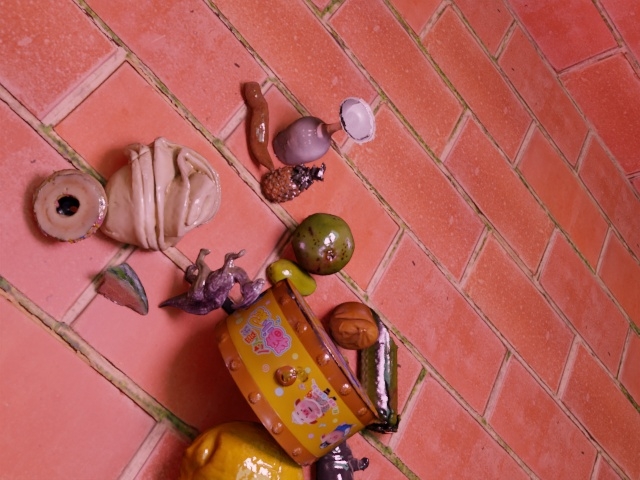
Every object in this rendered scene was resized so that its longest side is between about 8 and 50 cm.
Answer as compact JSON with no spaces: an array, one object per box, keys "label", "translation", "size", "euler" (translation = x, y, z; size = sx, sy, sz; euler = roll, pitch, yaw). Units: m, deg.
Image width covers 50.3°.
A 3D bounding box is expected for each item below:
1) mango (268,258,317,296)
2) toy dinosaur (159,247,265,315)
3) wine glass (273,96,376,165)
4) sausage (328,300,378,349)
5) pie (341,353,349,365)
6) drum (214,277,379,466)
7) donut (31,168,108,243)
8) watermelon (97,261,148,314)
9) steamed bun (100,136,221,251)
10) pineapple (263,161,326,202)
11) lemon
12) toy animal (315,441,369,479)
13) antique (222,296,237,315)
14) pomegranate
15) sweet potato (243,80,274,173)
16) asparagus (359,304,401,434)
[{"label":"mango","translation":[-0.072,0.106,1.936],"size":[0.165,0.074,0.091],"euler":[24,63,-32]},{"label":"toy dinosaur","translation":[-0.262,0.100,1.662],"size":[0.077,0.294,0.162],"euler":[35,48,-43]},{"label":"wine glass","translation":[0.003,-0.301,1.945],"size":[0.143,0.321,0.143],"euler":[12,72,-42]},{"label":"sausage","translation":[0.088,0.239,1.874],"size":[0.134,0.354,0.116],"euler":[16,93,1]},{"label":"pie","translation":[0.055,0.374,2.008],"size":[0.085,0.017,0.085],"euler":[11,72,-38]},{"label":"drum","translation":[-0.056,0.314,1.654],"size":[0.214,0.431,0.431],"euler":[-34,104,-2]},{"label":"donut","translation":[-0.563,-0.077,1.546],"size":[0.175,0.068,0.174],"euler":[0,87,2]},{"label":"watermelon","translation":[-0.460,0.113,1.637],"size":[0.155,0.080,0.101],"euler":[42,21,-21]},{"label":"steamed bun","translation":[-0.379,-0.119,1.657],"size":[0.289,0.203,0.275],"euler":[-2,81,-39]},{"label":"pineapple","translation":[-0.067,-0.170,1.934],"size":[0.108,0.198,0.108],"euler":[26,58,-49]},{"label":"lemon","translation":[-0.184,0.565,1.590],"size":[0.297,0.297,0.297],"euler":[11,72,-37]},{"label":"toy animal","translation":[0.041,0.602,1.883],"size":[0.168,0.106,0.343],"euler":[0,72,-32]},{"label":"antique","translation":[-0.237,0.184,1.819],"size":[0.192,0.015,0.031],"euler":[52,51,-18]},{"label":"pomegranate","translation":[0.000,0.000,1.938],"size":[0.182,0.224,0.181],"euler":[-4,107,-13]},{"label":"sweet potato","translation":[-0.176,-0.320,1.969],"size":[0.059,0.067,0.281],"euler":[44,39,-79]},{"label":"asparagus","translation":[0.174,0.382,2.042],"size":[0.108,0.129,0.381],"euler":[68,22,-72]}]
